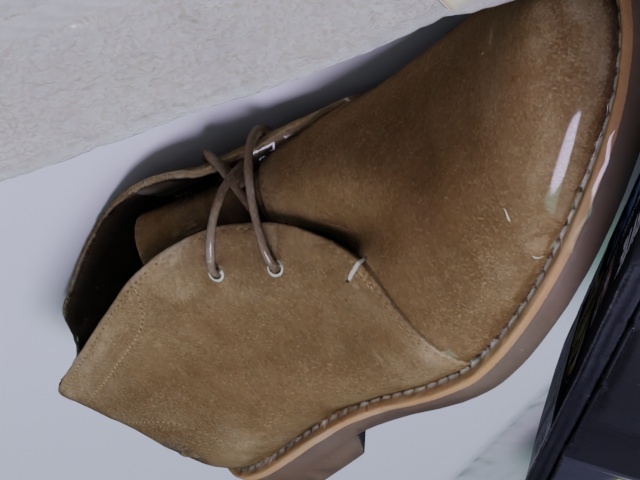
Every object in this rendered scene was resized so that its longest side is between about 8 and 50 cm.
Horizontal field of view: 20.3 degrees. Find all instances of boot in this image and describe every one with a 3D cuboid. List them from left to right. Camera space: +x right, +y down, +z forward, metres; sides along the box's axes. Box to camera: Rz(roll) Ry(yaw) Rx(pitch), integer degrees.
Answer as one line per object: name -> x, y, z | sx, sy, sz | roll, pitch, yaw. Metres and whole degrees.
boot -> 0.000, 0.000, 0.615 | 0.115, 0.112, 0.305 | 18, 143, -22

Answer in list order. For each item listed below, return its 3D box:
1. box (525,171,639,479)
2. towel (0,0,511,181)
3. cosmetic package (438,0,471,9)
box -> 0.226, 0.054, 0.546 | 0.295, 0.073, 0.293 | 16, 161, 5
towel -> -0.037, -0.108, 0.469 | 0.282, 0.049, 0.187 | -18, 147, 11
cosmetic package -> 0.012, -0.106, 0.384 | 0.041, 0.060, 0.115 | -26, 147, 23
